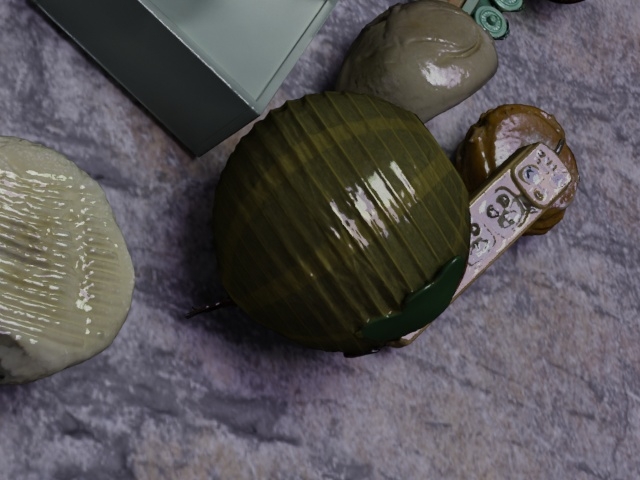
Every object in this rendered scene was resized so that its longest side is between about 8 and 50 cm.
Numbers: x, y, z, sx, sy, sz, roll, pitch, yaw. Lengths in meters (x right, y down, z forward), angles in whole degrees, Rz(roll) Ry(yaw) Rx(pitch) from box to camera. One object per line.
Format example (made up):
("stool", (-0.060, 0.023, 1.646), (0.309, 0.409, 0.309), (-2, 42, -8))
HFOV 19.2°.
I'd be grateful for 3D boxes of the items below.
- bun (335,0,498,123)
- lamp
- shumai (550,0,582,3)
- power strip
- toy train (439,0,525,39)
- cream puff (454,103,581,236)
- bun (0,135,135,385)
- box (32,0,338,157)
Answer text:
("bun", (0.090, -0.183, 1.924), (0.113, 0.166, 0.173), (58, 31, -14))
("lamp", (0.000, 0.000, 1.729), (0.284, 0.250, 0.250), (-35, 95, -1))
("shumai", (0.221, -0.421, 2.176), (0.346, 0.217, 0.283), (-23, 115, -33))
("power strip", (0.151, -0.002, 1.899), (0.305, 0.044, 0.064), (-43, 97, -20))
("toy train", (0.146, -0.248, 2.068), (0.118, 0.074, 0.176), (39, 55, -7))
("cream puff", (0.206, -0.071, 2.009), (0.126, 0.103, 0.144), (-34, 90, -27))
("bun", (-0.269, 0.022, 1.558), (0.220, 0.134, 0.220), (20, 54, -30))
("box", (-0.122, -0.242, 1.810), (0.225, 0.117, 0.225), (43, 50, -15))
